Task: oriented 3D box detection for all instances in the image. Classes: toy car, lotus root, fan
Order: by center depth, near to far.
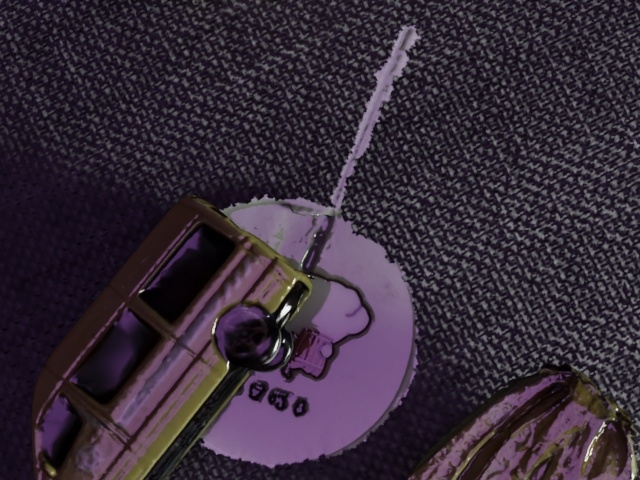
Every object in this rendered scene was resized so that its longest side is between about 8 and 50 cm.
[{"bbox_3d":[-0.118,0.097,0.943,0.124,0.101,0.257,39,88,10],"label":"toy car"},{"bbox_3d":[0.147,0.157,0.947,0.143,0.070,0.144,35,90,11],"label":"lotus root"},{"bbox_3d":[0.000,0.000,0.996,0.190,0.009,0.329,21,88,5],"label":"fan"}]
